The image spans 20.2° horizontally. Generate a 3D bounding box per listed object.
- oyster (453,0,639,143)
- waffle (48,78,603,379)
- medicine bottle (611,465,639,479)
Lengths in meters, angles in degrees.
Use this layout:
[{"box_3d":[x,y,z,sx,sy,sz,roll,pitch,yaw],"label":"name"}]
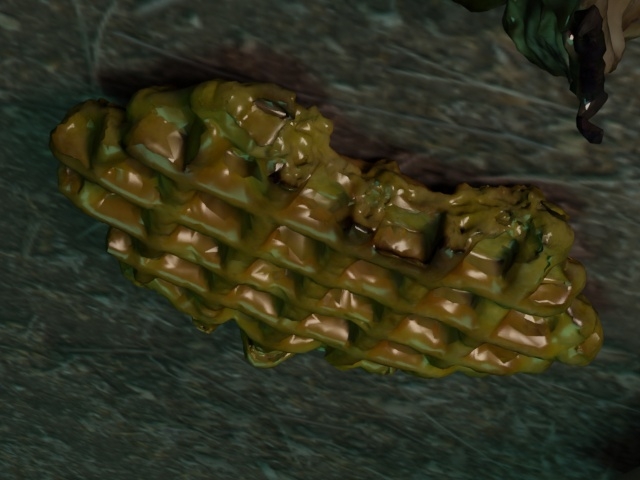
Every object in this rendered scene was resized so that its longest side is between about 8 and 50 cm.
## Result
[{"box_3d":[0.035,-0.138,0.505,0.197,0.133,0.337,7,156,32],"label":"oyster"},{"box_3d":[-0.001,0.002,0.894,0.291,0.051,0.291,16,156,7],"label":"waffle"},{"box_3d":[0.229,0.178,0.926,0.170,0.170,0.293,25,153,-8],"label":"medicine bottle"}]
